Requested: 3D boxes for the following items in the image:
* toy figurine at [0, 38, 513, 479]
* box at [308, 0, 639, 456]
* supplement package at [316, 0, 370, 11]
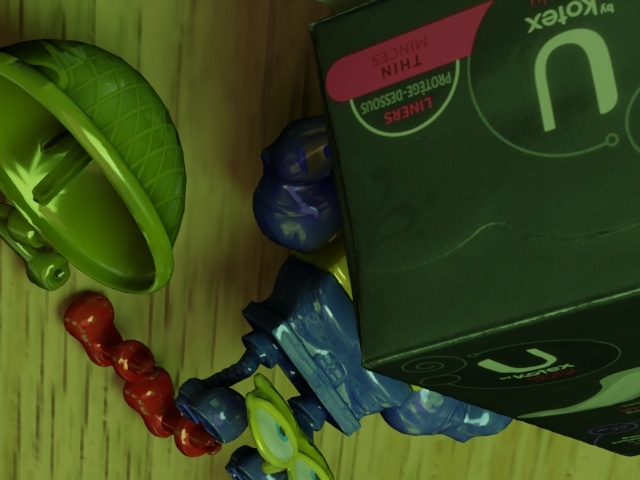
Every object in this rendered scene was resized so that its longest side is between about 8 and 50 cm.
[{"bbox_3d":[0.000,0.000,0.761,0.217,0.191,0.362,-42,113,-18],"label":"toy figurine"},{"bbox_3d":[0.138,-0.011,0.644,0.165,0.143,0.270,-18,159,26],"label":"box"},{"bbox_3d":[-0.062,-0.204,0.609,0.244,0.139,0.134,21,112,-17],"label":"supplement package"}]
